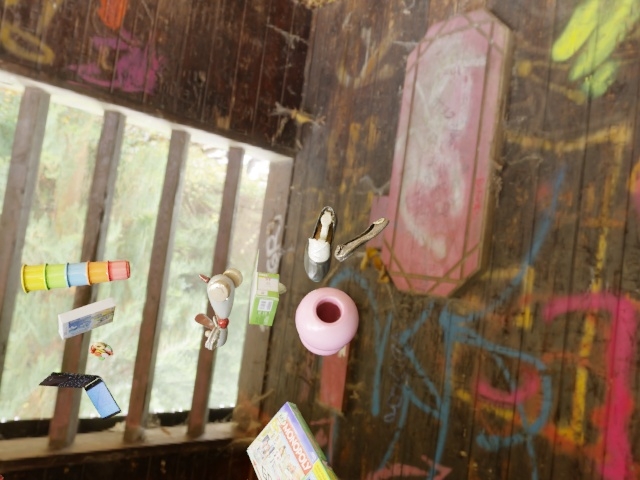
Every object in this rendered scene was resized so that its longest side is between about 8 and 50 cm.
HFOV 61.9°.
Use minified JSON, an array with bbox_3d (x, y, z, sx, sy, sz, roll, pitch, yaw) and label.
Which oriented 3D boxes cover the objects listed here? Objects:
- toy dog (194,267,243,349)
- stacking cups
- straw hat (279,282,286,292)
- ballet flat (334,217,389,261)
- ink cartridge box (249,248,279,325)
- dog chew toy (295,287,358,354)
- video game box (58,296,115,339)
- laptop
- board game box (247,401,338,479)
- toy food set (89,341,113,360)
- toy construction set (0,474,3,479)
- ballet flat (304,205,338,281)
[{"bbox_3d":[-0.434,0.261,2.149,0.160,0.334,0.220,17,180,11],"label":"toy dog"},{"bbox_3d":[-0.785,0.103,1.731,0.315,0.096,0.096,-7,-179,-17],"label":"stacking cups"},{"bbox_3d":[-0.236,0.239,2.495,0.144,0.061,0.145,10,147,7],"label":"straw hat"},{"bbox_3d":[0.154,-0.013,2.017,0.249,0.058,0.084,-37,-176,-4],"label":"ballet flat"},{"bbox_3d":[-0.229,0.189,2.181,0.096,0.255,0.189,8,136,-10],"label":"ink cartridge box"},{"bbox_3d":[0.017,0.295,1.808,0.206,0.207,0.332,7,151,0],"label":"dog chew toy"},{"bbox_3d":[-0.920,0.308,2.103,0.205,0.048,0.187,-19,164,-32],"label":"video game box"},{"bbox_3d":[-0.919,0.598,2.034,0.264,0.137,0.234,15,148,-34],"label":"laptop"},{"bbox_3d":[-0.090,0.672,1.592,0.046,0.214,0.317,33,-172,-38],"label":"board game box"},{"bbox_3d":[-0.777,0.390,1.892,0.083,0.020,0.082,-36,121,24],"label":"toy food set"},{"bbox_3d":[-0.966,0.800,1.475,0.308,0.258,0.237,8,-150,29],"label":"toy construction set"},{"bbox_3d":[0.000,0.000,1.829,0.095,0.281,0.096,8,149,3],"label":"ballet flat"}]
